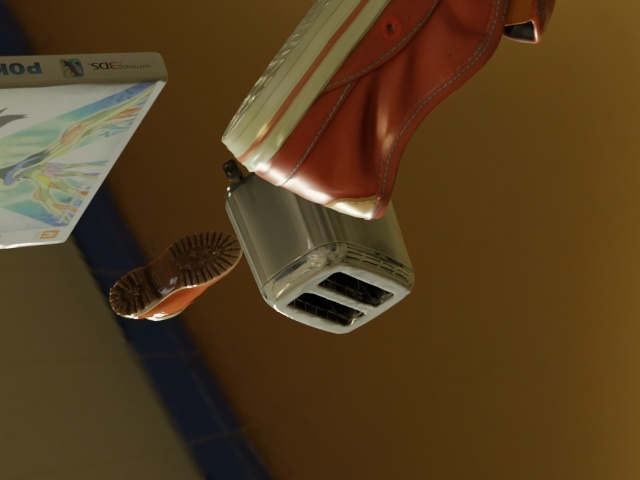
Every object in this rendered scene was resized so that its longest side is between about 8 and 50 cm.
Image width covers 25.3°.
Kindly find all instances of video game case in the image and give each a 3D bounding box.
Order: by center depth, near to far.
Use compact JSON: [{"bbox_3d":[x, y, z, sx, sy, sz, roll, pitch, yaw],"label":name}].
[{"bbox_3d":[-0.334,-0.069,1.327,0.300,0.329,0.036,-7,-114,-31],"label":"video game case"}]

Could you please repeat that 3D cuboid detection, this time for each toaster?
[{"bbox_3d":[0.000,0.000,1.467,0.227,0.129,0.146,26,-144,-52],"label":"toaster"}]

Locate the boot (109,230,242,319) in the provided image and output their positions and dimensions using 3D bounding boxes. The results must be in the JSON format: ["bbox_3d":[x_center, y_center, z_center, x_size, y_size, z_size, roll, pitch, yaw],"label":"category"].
[{"bbox_3d":[-0.150,0.041,1.583,0.059,0.158,0.084,68,-168,21],"label":"boot"}]

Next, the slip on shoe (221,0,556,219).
[{"bbox_3d":[0.085,-0.151,0.745,0.101,0.331,0.123,38,-179,-10],"label":"slip on shoe"}]
